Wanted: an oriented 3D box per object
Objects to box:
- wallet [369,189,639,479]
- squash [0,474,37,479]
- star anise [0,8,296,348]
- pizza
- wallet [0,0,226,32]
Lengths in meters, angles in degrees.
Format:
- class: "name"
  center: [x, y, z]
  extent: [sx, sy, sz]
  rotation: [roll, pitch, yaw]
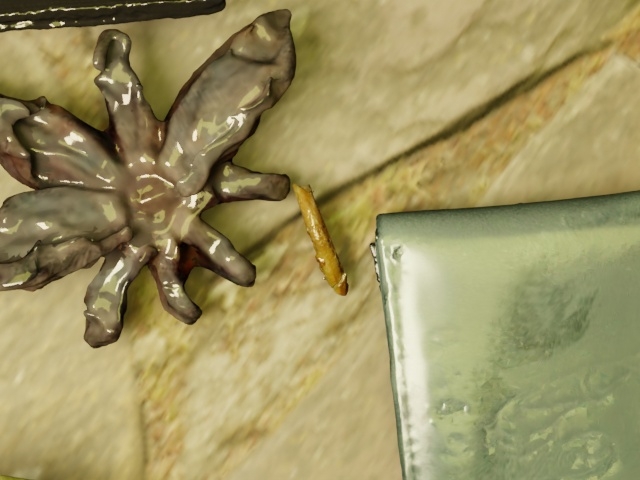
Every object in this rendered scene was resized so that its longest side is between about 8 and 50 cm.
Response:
- class: "wallet"
  center: [0.169, 0.111, 0.922]
  extent: [0.251, 0.054, 0.290]
  rotation: [-5, 92, -3]
- class: "squash"
  center: [-0.207, 0.210, 0.824]
  extent: [0.170, 0.170, 0.123]
  rotation: [3, 70, -7]
- class: "star anise"
  center: [-0.128, -0.035, 0.866]
  extent: [0.257, 0.110, 0.198]
  rotation: [-8, 88, -14]
- class: "pizza"
  center: [0.000, 0.000, 0.913]
  extent: [0.016, 0.037, 0.083]
  rotation: [-21, 103, 4]
- class: "wallet"
  center: [-0.185, -0.189, 0.891]
  extent: [0.244, 0.025, 0.124]
  rotation: [-5, 64, -5]
